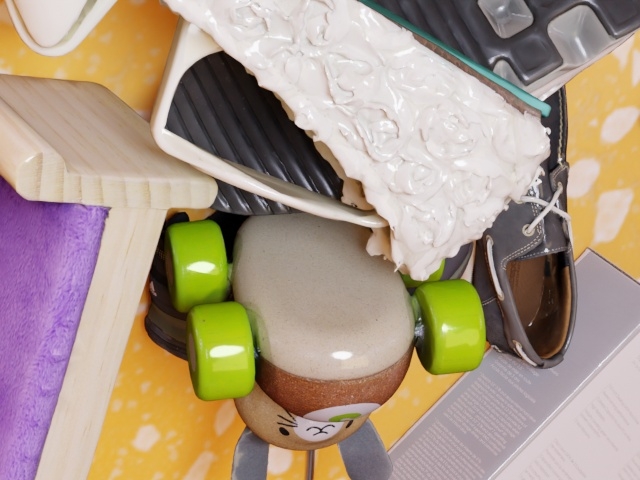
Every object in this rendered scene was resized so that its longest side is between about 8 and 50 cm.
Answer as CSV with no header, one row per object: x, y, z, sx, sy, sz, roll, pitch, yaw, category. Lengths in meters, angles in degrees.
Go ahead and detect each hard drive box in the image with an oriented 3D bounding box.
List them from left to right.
0.181,0.153,1.244,0.232,0.089,0.181,-44,132,-4,hard drive box

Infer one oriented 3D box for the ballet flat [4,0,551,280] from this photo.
-0.065,-0.115,0.811,0.409,0.147,0.147,35,94,-16,ballet flat

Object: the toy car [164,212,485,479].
-0.004,0.085,0.961,0.155,0.149,0.188,-6,127,-12,toy car

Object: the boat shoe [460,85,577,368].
0.143,-0.023,1.126,0.084,0.079,0.233,-15,122,-25,boat shoe

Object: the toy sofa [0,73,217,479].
-0.205,0.090,0.907,0.177,0.150,0.362,4,114,-37,toy sofa

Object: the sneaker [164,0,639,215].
0.059,-0.096,0.991,0.330,0.146,0.122,-24,84,-9,sneaker

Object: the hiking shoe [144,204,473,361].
0.000,0.000,1.035,0.227,0.086,0.114,-16,127,-25,hiking shoe
